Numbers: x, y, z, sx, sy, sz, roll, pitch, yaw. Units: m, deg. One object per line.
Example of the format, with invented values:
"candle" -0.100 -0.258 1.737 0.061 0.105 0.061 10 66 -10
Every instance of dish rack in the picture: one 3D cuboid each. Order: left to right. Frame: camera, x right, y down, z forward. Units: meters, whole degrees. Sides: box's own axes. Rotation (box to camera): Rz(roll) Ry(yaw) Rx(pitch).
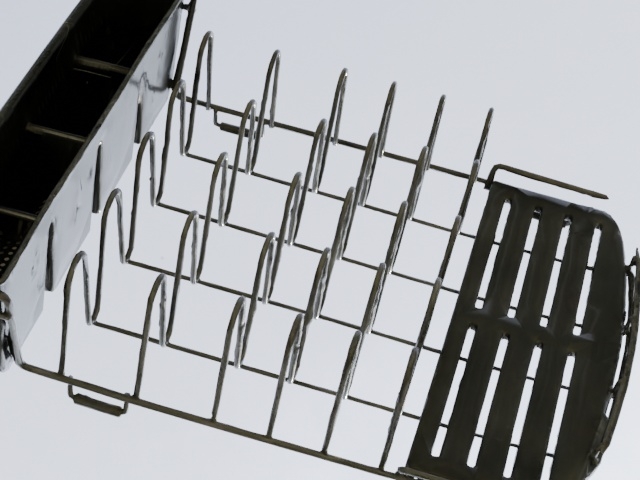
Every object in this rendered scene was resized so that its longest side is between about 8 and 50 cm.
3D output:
"dish rack" 0.000 0.000 0.607 0.271 0.074 0.208 16 -134 6
